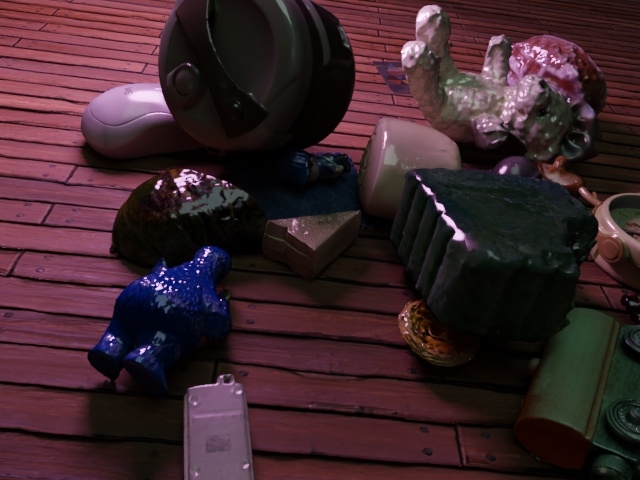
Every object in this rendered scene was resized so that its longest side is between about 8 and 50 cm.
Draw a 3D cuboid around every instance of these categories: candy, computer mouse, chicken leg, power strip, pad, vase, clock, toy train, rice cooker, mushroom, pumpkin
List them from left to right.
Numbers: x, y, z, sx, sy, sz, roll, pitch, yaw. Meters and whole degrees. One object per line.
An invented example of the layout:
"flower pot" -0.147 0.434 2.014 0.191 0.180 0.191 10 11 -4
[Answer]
"computer mouse" -0.346 -0.266 1.156 0.296 0.121 0.184 -15 44 -24
"pumpkin" -0.226 -0.028 0.907 0.278 0.111 0.163 22 46 13
"power strip" -0.111 0.275 0.610 0.078 0.052 0.272 -2 42 -13
"rice cooker" -0.119 -0.333 1.062 0.335 0.335 0.325 28 19 21
"pad" -0.037 -0.103 1.105 0.268 0.012 0.270 -4 42 -15
"pad" 0.243 -0.477 1.610 0.142 0.003 0.211 -3 42 -14
"vase" 0.351 -0.122 1.133 0.182 0.120 0.120 19 39 33
"candy" 0.576 -0.400 1.418 0.157 0.214 0.289 -22 47 -26
"mushroom" 0.497 -0.128 1.177 0.127 0.087 0.127 6 35 -4
"toy train" 0.372 0.200 0.756 0.177 0.116 0.285 16 39 27
"clock" 0.613 0.001 1.040 0.308 0.096 0.235 32 46 25
"chicken leg" 0.597 0.145 0.907 0.205 0.053 0.093 39 34 26

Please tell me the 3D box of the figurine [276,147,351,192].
"figurine" -0.012 -0.146 1.095 0.149 0.087 0.086 -16 8 -29

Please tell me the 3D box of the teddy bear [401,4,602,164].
"teddy bear" 0.413 -0.336 1.216 0.362 0.375 0.327 3 54 30

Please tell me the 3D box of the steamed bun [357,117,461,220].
"steamed bun" 0.179 -0.141 1.075 0.199 0.155 0.250 12 40 -5

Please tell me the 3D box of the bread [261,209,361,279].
"bread" -0.012 -0.013 0.951 0.105 0.077 0.152 30 42 21

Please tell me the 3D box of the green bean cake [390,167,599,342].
"green bean cake" 0.286 0.021 0.855 0.300 0.169 0.308 6 28 -13

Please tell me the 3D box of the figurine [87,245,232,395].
"figurine" -0.201 0.085 0.764 0.164 0.121 0.262 9 37 5

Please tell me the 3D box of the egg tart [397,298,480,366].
"egg tart" 0.174 0.143 0.825 0.128 0.049 0.129 8 41 -7
